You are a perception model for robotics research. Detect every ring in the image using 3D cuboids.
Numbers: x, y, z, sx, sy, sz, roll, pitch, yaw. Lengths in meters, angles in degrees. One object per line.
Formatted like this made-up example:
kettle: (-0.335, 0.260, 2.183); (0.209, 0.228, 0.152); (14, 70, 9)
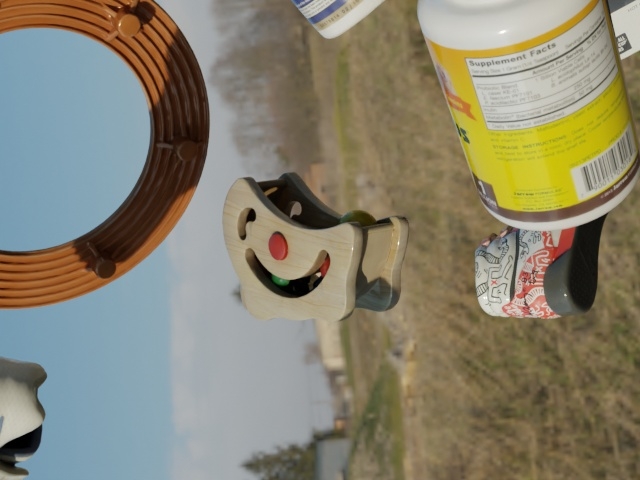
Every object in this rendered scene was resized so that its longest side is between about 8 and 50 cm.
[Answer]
ring: (-0.252, -0.082, 1.051); (0.032, 0.337, 0.336); (44, 147, 51)

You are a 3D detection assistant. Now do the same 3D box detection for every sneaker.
sneaker: (-0.255, 0.146, 0.773); (0.297, 0.129, 0.111); (136, 134, -60)
sneaker: (0.264, -0.028, 1.391); (0.090, 0.145, 0.270); (41, -125, -36)

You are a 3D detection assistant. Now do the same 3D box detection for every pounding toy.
pounding toy: (0.000, 0.000, 1.266); (0.269, 0.155, 0.154); (-3, 95, 50)

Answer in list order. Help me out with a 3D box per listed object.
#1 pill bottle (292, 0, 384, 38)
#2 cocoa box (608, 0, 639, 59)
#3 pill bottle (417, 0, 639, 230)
pill bottle: (-0.014, -0.250, 0.921); (0.169, 0.094, 0.094); (47, -168, -15)
cocoa box: (0.289, -0.347, 1.235); (0.228, 0.347, 0.231); (54, -164, -32)
pill bottle: (0.135, -0.118, 0.768); (0.117, 0.117, 0.215); (-95, -15, -52)
